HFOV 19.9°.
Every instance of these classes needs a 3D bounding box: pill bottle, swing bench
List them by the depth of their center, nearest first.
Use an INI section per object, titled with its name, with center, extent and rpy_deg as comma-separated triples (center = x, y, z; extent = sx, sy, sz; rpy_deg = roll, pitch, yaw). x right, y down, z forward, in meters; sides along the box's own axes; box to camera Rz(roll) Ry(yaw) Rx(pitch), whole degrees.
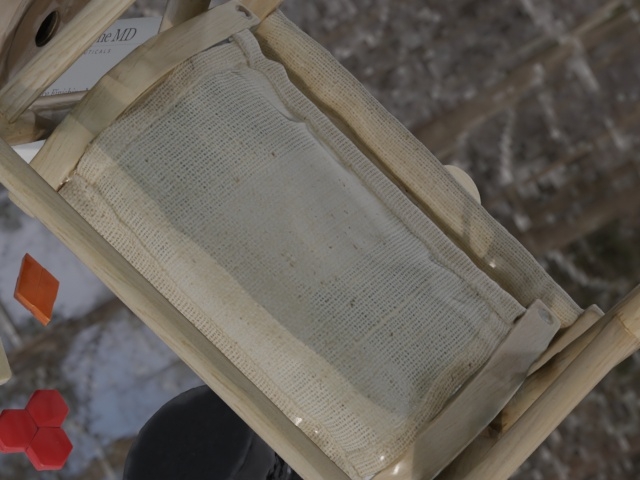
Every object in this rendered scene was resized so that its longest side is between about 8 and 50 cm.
[swing bench]
center = 0.000, 0.000, 0.794
extent = 0.253, 0.165, 0.254
rpy_deg = 45, 177, 5
[pill bottle]
center = -0.021, 0.185, 1.121
extent = 0.219, 0.123, 0.123
rpy_deg = 50, -158, -38

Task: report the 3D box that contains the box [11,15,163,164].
[box]
center = -0.097, -0.064, 1.319
extent = 0.182, 0.181, 0.119
rpy_deg = 40, -114, -36

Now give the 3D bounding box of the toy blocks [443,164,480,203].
[toy blocks]
center = 0.031, -0.010, 1.396
extent = 0.123, 0.148, 0.054
rpy_deg = -7, -100, -39

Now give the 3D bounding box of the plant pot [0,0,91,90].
[plant pot]
center = -0.354, -0.256, 1.663
extent = 0.280, 0.323, 0.323
rpy_deg = 32, -164, 14

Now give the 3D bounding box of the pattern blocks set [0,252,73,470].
[pattern blocks set]
center = -0.390, 0.082, 1.781
extent = 0.285, 0.026, 0.325
rpy_deg = -4, -110, -25
